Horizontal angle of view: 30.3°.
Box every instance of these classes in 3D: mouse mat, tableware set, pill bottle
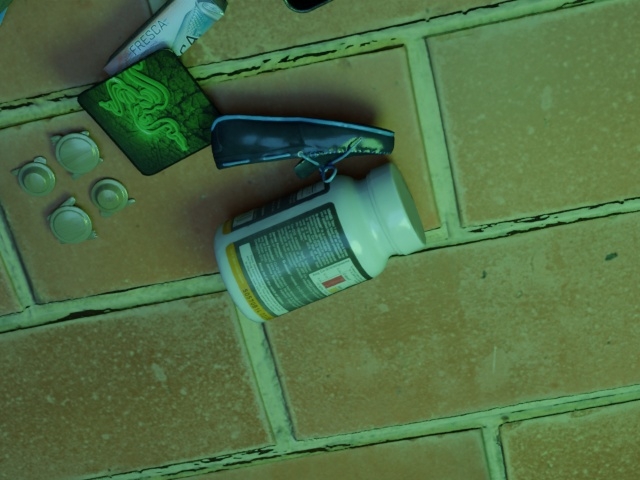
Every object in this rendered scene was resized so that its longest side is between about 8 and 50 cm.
[{"bbox_3d":[-0.230,-0.176,1.658,0.153,0.007,0.189,-27,135,10],"label":"mouse mat"},{"bbox_3d":[-0.365,-0.078,1.749,0.141,0.020,0.168,-27,113,13],"label":"tableware set"},{"bbox_3d":[0.000,0.000,1.699,0.278,0.162,0.162,-22,114,13],"label":"pill bottle"}]

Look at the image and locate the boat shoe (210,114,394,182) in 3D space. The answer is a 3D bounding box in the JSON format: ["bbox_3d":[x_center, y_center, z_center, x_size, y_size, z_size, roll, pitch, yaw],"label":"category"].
[{"bbox_3d":[-0.024,-0.129,1.671,0.258,0.109,0.089,4,94,9],"label":"boat shoe"}]

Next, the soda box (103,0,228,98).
[{"bbox_3d":[-0.213,-0.280,1.621,0.183,0.058,0.063,-39,110,20],"label":"soda box"}]

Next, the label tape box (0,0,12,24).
[{"bbox_3d":[-0.484,-0.388,1.466,0.241,0.106,0.334,30,142,-13],"label":"label tape box"}]

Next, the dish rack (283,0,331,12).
[{"bbox_3d":[-0.010,-0.448,1.502,0.208,0.074,0.271,-24,124,17],"label":"dish rack"}]
